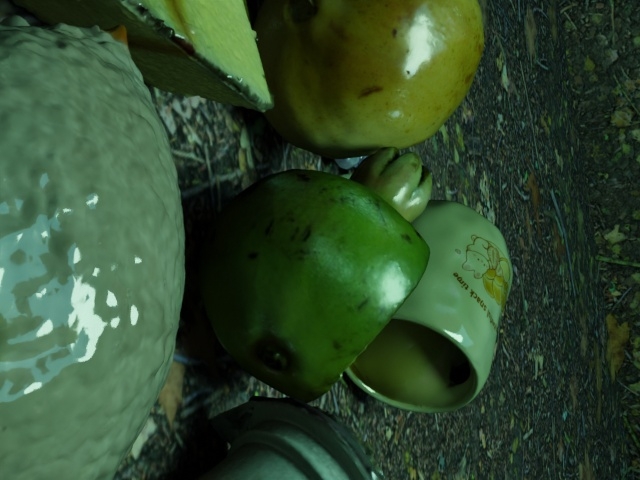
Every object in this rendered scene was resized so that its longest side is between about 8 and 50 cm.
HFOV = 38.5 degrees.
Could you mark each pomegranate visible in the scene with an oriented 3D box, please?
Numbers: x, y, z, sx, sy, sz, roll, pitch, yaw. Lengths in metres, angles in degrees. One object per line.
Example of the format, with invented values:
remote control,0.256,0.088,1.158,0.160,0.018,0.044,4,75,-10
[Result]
pomegranate,0.043,-0.188,0.882,0.233,0.233,0.233,20,67,-61
pomegranate,-0.002,0.003,0.773,0.159,0.241,0.190,42,0,-5

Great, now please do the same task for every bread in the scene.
bread,-0.109,-0.214,0.630,0.240,0.135,0.178,32,75,-57

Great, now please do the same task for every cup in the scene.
cup,0.085,0.049,1.041,0.173,0.255,0.202,-61,-176,47

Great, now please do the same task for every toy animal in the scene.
toy animal,-0.170,0.016,0.450,0.226,0.188,0.359,57,36,-52

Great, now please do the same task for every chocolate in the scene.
chocolate,-0.051,0.227,0.699,0.147,0.221,0.221,-12,97,-38

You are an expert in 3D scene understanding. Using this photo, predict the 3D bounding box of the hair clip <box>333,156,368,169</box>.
hair clip,0.028,-0.134,1.050,0.195,0.052,0.124,24,56,-51
